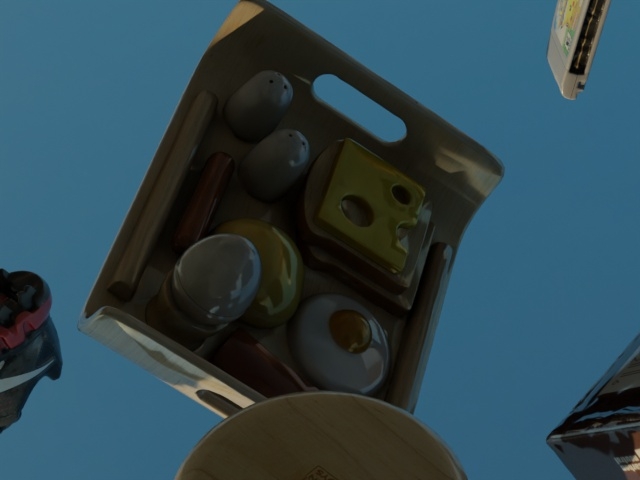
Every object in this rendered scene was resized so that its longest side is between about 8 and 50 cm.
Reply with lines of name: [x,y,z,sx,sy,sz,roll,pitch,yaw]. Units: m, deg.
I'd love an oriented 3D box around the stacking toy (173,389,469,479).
stacking toy: [0.000,0.232,0.891,0.141,0.330,0.141,0,-137,0]

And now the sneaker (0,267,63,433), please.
sneaker: [-0.361,0.148,1.664,0.276,0.135,0.097,-34,-145,-20]

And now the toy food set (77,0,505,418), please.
toy food set: [0.000,0.000,1.068,0.092,0.220,0.306,-45,-162,43]

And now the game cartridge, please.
game cartridge: [0.143,-0.126,0.955,0.017,0.083,0.056,10,-151,-6]

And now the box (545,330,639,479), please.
box: [0.318,0.177,0.927,0.191,0.381,0.143,-44,-170,-28]
